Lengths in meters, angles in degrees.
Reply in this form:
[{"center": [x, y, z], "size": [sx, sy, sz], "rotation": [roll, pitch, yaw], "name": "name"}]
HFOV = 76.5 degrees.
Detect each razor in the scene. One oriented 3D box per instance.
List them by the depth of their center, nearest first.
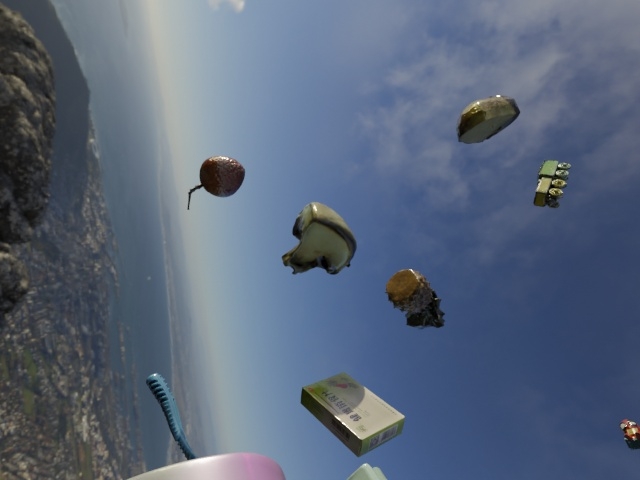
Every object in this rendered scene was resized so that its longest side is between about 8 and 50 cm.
[{"center": [-0.284, 0.373, 0.819], "size": [0.253, 0.042, 0.081], "rotation": [46, -49, 26], "name": "razor"}]

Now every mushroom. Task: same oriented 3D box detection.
[{"center": [0.010, -0.002, 1.477], "size": [0.211, 0.218, 0.292], "rotation": [-98, -149, -50], "name": "mushroom"}]

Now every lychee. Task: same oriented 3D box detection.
[{"center": [-0.250, -0.150, 0.973], "size": [0.114, 0.140, 0.101], "rotation": [-99, -173, -49], "name": "lychee"}]

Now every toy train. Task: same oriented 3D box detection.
[{"center": [0.652, -0.162, 1.151], "size": [0.081, 0.202, 0.060], "rotation": [15, -45, 30], "name": "toy train"}]

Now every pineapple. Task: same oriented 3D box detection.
[{"center": [0.258, 0.166, 1.073], "size": [0.119, 0.111, 0.237], "rotation": [22, -17, 45], "name": "pineapple"}]

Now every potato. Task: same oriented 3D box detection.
[{"center": [0.293, -0.229, 0.752], "size": [0.096, 0.103, 0.066], "rotation": [-44, -116, 53], "name": "potato"}]

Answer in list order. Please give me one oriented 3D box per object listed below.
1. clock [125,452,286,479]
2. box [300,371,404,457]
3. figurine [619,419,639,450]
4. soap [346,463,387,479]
[{"center": [-0.177, 0.428, 0.533], "size": [0.102, 0.339, 0.338], "rotation": [-125, -148, -53], "name": "clock"}, {"center": [0.088, 0.493, 1.181], "size": [0.261, 0.175, 0.062], "rotation": [24, -68, 48], "name": "box"}, {"center": [1.103, 0.682, 1.428], "size": [0.068, 0.140, 0.075], "rotation": [-31, -103, 27], "name": "figurine"}, {"center": [0.118, 0.580, 0.740], "size": [0.265, 0.160, 0.087], "rotation": [45, -5, 43], "name": "soap"}]
